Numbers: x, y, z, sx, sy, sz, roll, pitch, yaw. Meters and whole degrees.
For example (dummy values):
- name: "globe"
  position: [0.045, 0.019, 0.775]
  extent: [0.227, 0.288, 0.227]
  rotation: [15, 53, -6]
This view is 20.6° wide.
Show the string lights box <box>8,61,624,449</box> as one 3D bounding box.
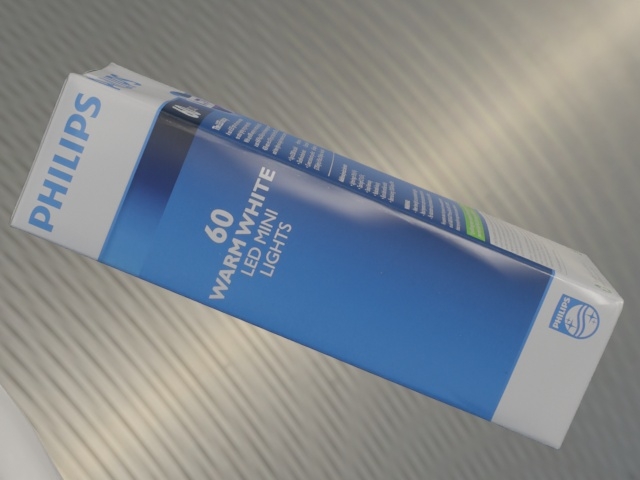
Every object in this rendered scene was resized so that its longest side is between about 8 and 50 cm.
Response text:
- name: "string lights box"
  position: [0.000, 0.000, 0.821]
  extent: [0.259, 0.077, 0.133]
  rotation: [22, 8, -1]

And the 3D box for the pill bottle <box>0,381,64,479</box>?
- name: "pill bottle"
  position: [-0.190, 0.126, 0.372]
  extent: [0.162, 0.278, 0.162]
  rotation: [57, 12, -19]
